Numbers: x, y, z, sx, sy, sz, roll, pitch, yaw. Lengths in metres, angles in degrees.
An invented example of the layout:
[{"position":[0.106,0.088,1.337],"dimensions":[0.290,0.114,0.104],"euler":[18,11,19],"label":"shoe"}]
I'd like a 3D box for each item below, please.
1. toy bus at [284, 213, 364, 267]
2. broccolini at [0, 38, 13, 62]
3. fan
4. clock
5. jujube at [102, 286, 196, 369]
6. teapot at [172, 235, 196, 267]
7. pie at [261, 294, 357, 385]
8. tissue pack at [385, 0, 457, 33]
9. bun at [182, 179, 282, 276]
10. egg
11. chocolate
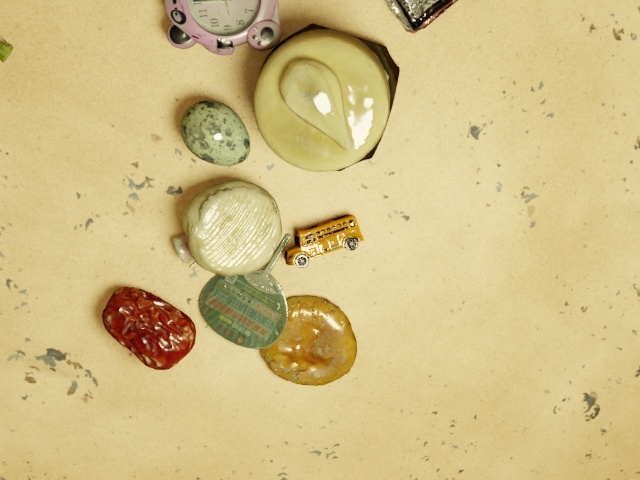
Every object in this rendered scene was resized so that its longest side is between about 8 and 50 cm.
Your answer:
[{"position":[0.000,0.000,1.539],"dimensions":[0.195,0.083,0.088],"euler":[-19,100,-12],"label":"toy bus"},{"position":[-0.775,-0.540,1.280],"dimensions":[0.074,0.079,0.392],"euler":[-43,116,-5],"label":"broccolini"},{"position":[-0.190,0.125,1.577],"dimensions":[0.223,0.012,0.294],"euler":[3,93,2],"label":"fan"},{"position":[-0.211,-0.513,1.344],"dimensions":[0.248,0.090,0.227],"euler":[-6,103,-3],"label":"clock"},{"position":[-0.414,0.210,1.518],"dimensions":[0.230,0.155,0.155],"euler":[34,99,-11],"label":"jujube"},{"position":[-0.313,0.021,1.518],"dimensions":[0.064,0.064,0.083],"euler":[-25,105,-9],"label":"teapot"},{"position":[-0.030,0.269,1.636],"dimensions":[0.274,0.069,0.273],"euler":[0,107,-1],"label":"pie"},{"position":[0.262,-0.644,1.371],"dimensions":[0.332,0.123,0.245],"euler":[-38,114,7],"label":"tissue pack"},{"position":[-0.206,-0.029,1.474],"dimensions":[0.239,0.141,0.239],"euler":[-10,111,-27],"label":"bun"},{"position":[-0.231,-0.236,1.413],"dimensions":[0.172,0.132,0.132],"euler":[35,99,-29],"label":"egg"},{"position":[0.017,-0.285,1.354],"dimensions":[0.326,0.297,0.314],"euler":[15,109,-13],"label":"chocolate"}]
